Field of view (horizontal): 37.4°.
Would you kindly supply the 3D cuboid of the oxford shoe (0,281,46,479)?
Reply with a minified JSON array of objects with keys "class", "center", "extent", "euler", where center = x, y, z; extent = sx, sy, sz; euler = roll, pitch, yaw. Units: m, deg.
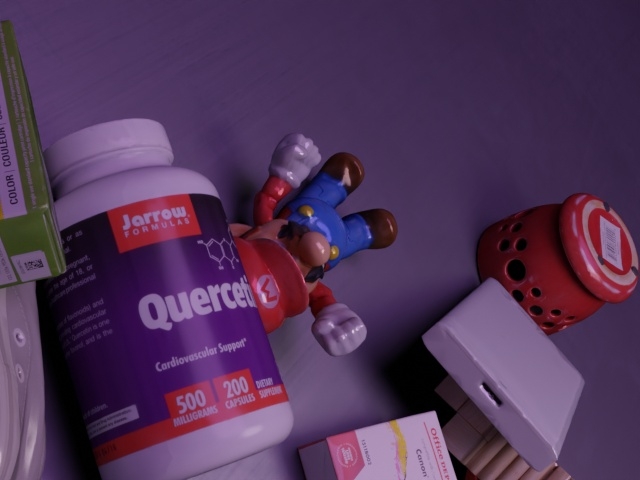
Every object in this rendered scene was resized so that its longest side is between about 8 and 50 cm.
[{"class":"oxford shoe","center":[-0.308,0.033,0.797],"extent":[0.130,0.169,0.449],"euler":[78,0,-62]}]

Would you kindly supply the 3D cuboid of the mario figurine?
[{"class":"mario figurine","center":[0.000,0.000,1.064],"extent":[0.198,0.170,0.320],"euler":[28,33,14]}]

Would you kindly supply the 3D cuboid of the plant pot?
[{"class":"plant pot","center":[0.355,0.030,1.401],"extent":[0.191,0.174,0.191],"euler":[21,55,-33]}]

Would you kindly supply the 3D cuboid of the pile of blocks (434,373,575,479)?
[{"class":"pile of blocks","center":[0.259,0.323,1.220],"extent":[0.362,0.149,0.112],"euler":[45,87,-5]}]

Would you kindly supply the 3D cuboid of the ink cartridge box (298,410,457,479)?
[{"class":"ink cartridge box","center":[0.085,0.262,1.068],"extent":[0.198,0.067,0.115],"euler":[-7,73,-36]}]

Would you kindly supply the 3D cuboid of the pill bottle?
[{"class":"pill bottle","center":[-0.155,0.058,0.879],"extent":[0.181,0.181,0.323],"euler":[-10,76,-46]}]

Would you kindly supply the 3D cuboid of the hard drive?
[{"class":"hard drive","center":[0.245,0.157,1.216],"extent":[0.203,0.040,0.307],"euler":[49,21,8]}]

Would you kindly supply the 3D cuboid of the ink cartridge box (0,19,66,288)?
[{"class":"ink cartridge box","center":[-0.338,-0.045,0.705],"extent":[0.255,0.097,0.189],"euler":[-13,61,-14]}]
